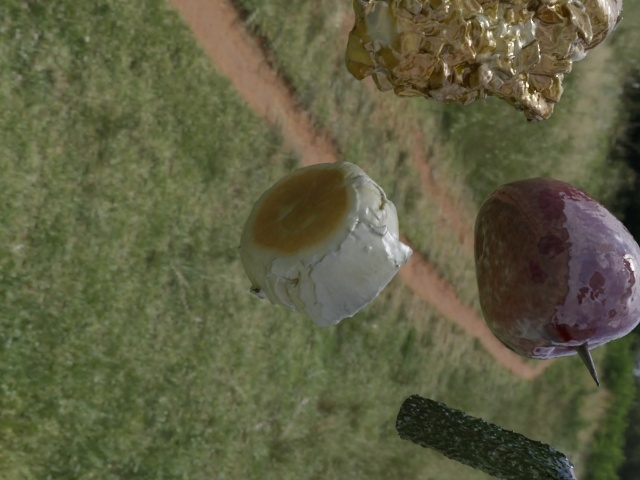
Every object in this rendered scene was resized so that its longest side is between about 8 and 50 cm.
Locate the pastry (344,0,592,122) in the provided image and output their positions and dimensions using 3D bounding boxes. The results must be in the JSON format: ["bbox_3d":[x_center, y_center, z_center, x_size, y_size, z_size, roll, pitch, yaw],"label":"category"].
[{"bbox_3d":[0.135,-0.204,0.847,0.102,0.250,0.154,-154,-106,-70],"label":"pastry"}]

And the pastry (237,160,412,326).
[{"bbox_3d":[0.000,0.000,0.843,0.088,0.165,0.166,50,49,-40],"label":"pastry"}]

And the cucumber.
[{"bbox_3d":[0.303,0.370,1.572,0.096,0.359,0.096,-21,118,-48],"label":"cucumber"}]

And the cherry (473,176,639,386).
[{"bbox_3d":[0.308,0.053,1.133,0.236,0.212,0.285,-54,-130,54],"label":"cherry"}]

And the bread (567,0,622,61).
[{"bbox_3d":[0.284,-0.316,1.067,0.198,0.120,0.236,63,32,-16],"label":"bread"}]
